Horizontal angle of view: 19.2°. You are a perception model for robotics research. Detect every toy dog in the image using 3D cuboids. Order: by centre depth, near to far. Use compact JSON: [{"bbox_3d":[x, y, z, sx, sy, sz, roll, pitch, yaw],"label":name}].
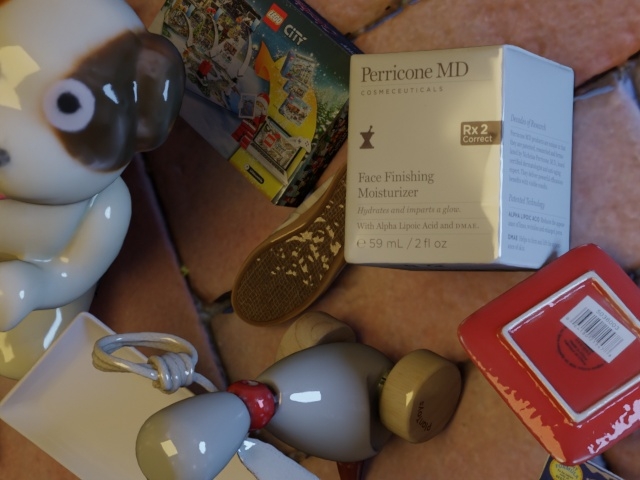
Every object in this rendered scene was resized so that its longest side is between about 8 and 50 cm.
[{"bbox_3d":[-0.034,0.177,1.653,0.220,0.334,0.161,34,124,53],"label":"toy dog"},{"bbox_3d":[-0.257,-0.091,1.719,0.284,0.408,0.395,40,67,0],"label":"toy dog"}]

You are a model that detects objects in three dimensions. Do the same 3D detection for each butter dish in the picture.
[{"bbox_3d":[0.214,0.113,1.600,0.160,0.118,0.160,-32,66,-18],"label":"butter dish"}]

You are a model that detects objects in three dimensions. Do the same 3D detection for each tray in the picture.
[{"bbox_3d":[-0.160,0.191,1.792,0.270,0.030,0.145,39,109,-10],"label":"tray"}]

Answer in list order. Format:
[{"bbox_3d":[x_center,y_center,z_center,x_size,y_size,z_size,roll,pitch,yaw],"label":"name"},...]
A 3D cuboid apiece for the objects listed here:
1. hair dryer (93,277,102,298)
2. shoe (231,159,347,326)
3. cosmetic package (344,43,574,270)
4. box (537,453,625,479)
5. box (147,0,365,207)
[{"bbox_3d":[-0.355,0.100,1.955,0.224,0.080,0.293,17,96,30],"label":"hair dryer"},{"bbox_3d":[0.000,0.000,1.769,0.076,0.058,0.219,46,115,4],"label":"shoe"},{"bbox_3d":[0.122,-0.066,1.638,0.151,0.151,0.183,-1,86,30],"label":"cosmetic package"},{"bbox_3d":[0.218,0.302,1.625,0.136,0.036,0.225,28,102,29],"label":"box"},{"bbox_3d":[-0.064,-0.164,1.818,0.233,0.044,0.159,44,108,25],"label":"box"}]
